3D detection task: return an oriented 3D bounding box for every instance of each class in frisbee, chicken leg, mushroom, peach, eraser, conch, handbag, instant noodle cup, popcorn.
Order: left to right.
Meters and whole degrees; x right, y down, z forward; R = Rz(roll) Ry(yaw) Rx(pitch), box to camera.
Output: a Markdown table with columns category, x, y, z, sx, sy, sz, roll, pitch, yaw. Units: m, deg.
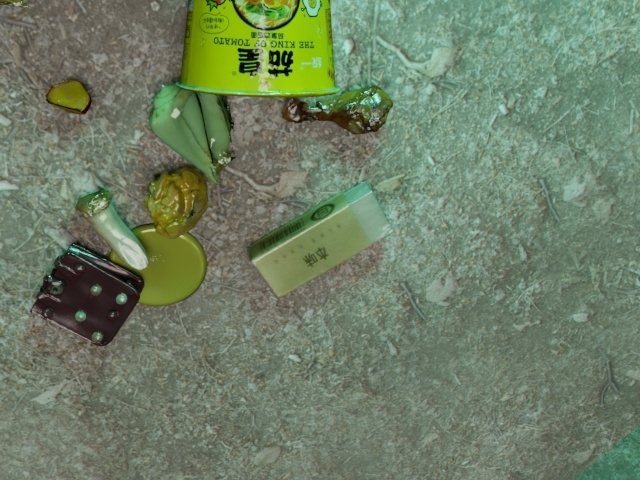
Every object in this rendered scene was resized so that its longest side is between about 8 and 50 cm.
| category | x | y | z | sx | sy | sz | roll | pitch | yaw |
| --- | --- | --- | --- | --- | --- | --- | --- | --- | --- |
| peach | -0.521 | -0.292 | 1.327 | 0.083 | 0.050 | 0.077 | -28 | 96 | -7 |
| handbag | -0.556 | 0.134 | 1.523 | 0.216 | 0.074 | 0.203 | 31 | 110 | -21 |
| mushroom | -0.468 | -0.021 | 1.463 | 0.084 | 0.071 | 0.209 | -35 | 112 | -5 |
| frisbee | -0.397 | 0.064 | 1.562 | 0.236 | 0.017 | 0.236 | -5 | 118 | -9 |
| popcorn | -0.322 | -0.087 | 1.433 | 0.167 | 0.152 | 0.148 | -57 | 153 | -7 |
| conch | -0.258 | -0.244 | 1.372 | 0.137 | 0.143 | 0.251 | -10 | 147 | 42 |
| instant noodle cup | -0.116 | -0.415 | 1.217 | 0.326 | 0.325 | 0.254 | -1 | 108 | -11 |
| eraser | 0.000 | 0.000 | 1.576 | 0.343 | 0.078 | 0.144 | -30 | 120 | 5 |
| chicken leg | 0.039 | -0.293 | 1.434 | 0.252 | 0.087 | 0.107 | 0 | 97 | -4 |

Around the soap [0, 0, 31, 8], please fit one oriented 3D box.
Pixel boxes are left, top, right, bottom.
| category | x | y | z | sx | sy | sz | roll | pitch | yaw |
| --- | --- | --- | --- | --- | --- | --- | --- | --- | --- |
| soap | -0.633 | -0.582 | 1.087 | 0.339 | 0.169 | 0.304 | 4 | 127 | -14 |
